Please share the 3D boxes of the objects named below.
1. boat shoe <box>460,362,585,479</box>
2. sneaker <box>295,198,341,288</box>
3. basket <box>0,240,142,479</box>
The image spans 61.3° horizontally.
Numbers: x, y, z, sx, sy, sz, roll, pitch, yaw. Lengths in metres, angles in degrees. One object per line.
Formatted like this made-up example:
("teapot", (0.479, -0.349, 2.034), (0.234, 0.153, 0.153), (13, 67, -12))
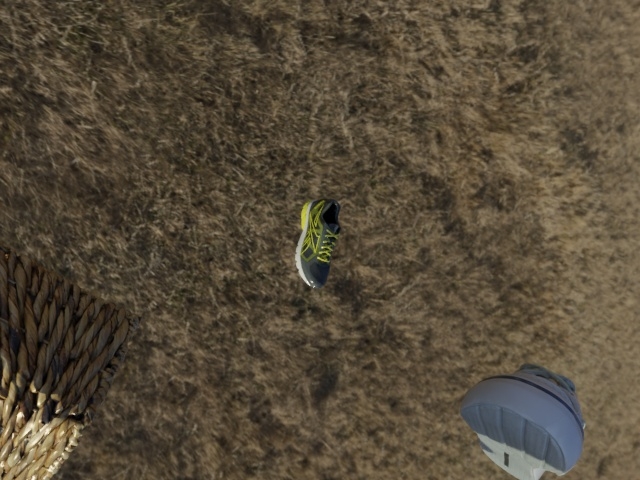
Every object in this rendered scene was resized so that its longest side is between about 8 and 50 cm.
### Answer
("boat shoe", (0.162, 0.132, 0.426), (0.076, 0.083, 0.226), (-54, 155, -16))
("sneaker", (0.000, 0.000, 0.473), (0.031, 0.035, 0.084), (13, 69, -41))
("basket", (-0.404, 0.180, 0.653), (0.223, 0.214, 0.299), (35, 125, -20))
